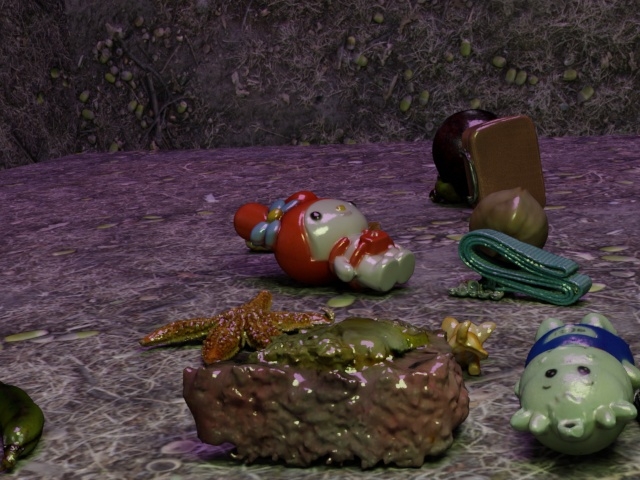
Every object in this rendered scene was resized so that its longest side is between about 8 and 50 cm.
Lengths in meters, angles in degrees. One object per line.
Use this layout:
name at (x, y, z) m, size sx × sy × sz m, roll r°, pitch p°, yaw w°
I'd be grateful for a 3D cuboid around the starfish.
starfish at (-0.097, 0.106, 1.146) m, size 0.240 × 0.043 × 0.227 m, roll -8°, pitch 11°, yaw -6°

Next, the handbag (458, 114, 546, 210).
handbag at (0.347, -0.138, 1.835) m, size 0.151 × 0.193 × 0.072 m, roll -10°, pitch 11°, yaw -10°

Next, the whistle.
whistle at (0.226, 0.119, 0.839) m, size 0.110 × 0.092 × 0.244 m, roll -11°, pitch 9°, yaw 21°

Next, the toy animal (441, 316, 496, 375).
toy animal at (0.153, 0.102, 1.014) m, size 0.060 × 0.081 × 0.083 m, roll -3°, pitch 31°, yaw 17°

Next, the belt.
belt at (0.263, 0.050, 1.265) m, size 0.179 × 0.100 × 0.065 m, roll 21°, pitch 22°, yaw 30°

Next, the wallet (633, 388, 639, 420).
wallet at (0.349, 0.154, 0.765) m, size 0.167 × 0.036 × 0.222 m, roll -2°, pitch 12°, yaw 9°

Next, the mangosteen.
mangosteen at (0.327, -0.169, 2.026) m, size 0.216 × 0.216 × 0.216 m, roll -4°, pitch 11°, yaw 1°

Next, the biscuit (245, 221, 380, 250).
biscuit at (-0.011, -0.006, 1.712) m, size 0.237 × 0.026 × 0.131 m, roll -3°, pitch 10°, yaw 5°

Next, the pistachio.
pistachio at (0.290, -0.026, 1.466) m, size 0.124 × 0.124 × 0.185 m, roll -2°, pitch 12°, yaw 10°

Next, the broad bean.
broad bean at (-0.309, 0.165, 0.921) m, size 0.069 × 0.039 × 0.227 m, roll -16°, pitch 16°, yaw -26°

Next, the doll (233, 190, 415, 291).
doll at (0.000, 0.000, 1.410) m, size 0.290 × 0.130 × 0.161 m, roll 23°, pitch 32°, yaw 36°

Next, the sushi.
sushi at (0.012, 0.126, 0.858) m, size 0.241 × 0.107 × 0.161 m, roll -2°, pitch 8°, yaw 9°
